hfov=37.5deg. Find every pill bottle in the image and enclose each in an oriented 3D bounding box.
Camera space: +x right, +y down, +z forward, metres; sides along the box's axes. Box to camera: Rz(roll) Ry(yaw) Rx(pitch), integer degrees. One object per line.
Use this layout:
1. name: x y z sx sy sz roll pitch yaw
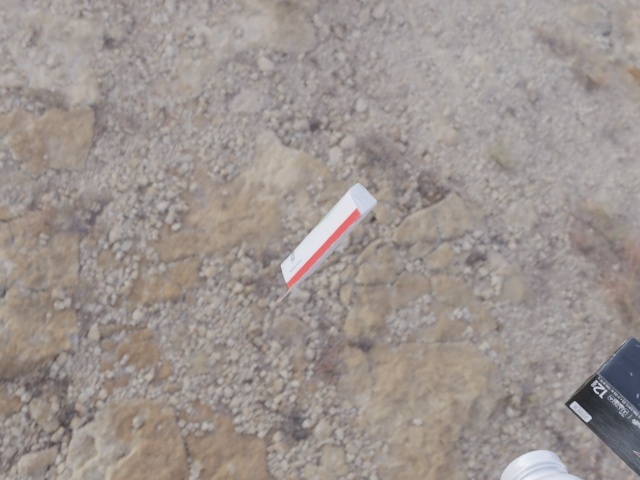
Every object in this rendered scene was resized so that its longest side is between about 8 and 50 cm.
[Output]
1. pill bottle: 0.231 0.279 0.889 0.087 0.087 0.160 9 31 -23

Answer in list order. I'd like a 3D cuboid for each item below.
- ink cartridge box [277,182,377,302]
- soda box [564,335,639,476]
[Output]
1. ink cartridge box: 0.000 0.000 1.533 0.056 0.181 0.224 44 17 4
2. soda box: 0.270 0.156 0.703 0.169 0.053 0.060 45 52 15
